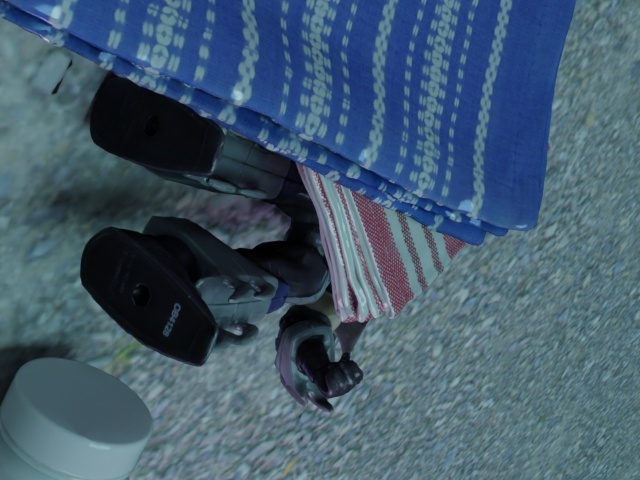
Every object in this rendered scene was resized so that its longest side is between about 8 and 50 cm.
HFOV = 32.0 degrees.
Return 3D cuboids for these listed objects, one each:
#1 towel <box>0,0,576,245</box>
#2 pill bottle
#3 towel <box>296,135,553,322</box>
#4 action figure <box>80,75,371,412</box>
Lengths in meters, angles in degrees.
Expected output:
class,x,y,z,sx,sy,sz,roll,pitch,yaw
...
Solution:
class,x,y,z,sx,sy,sz,roll,pitch,yaw
towel,0.014,-0.148,0.392,0.336,0.040,0.243,21,82,-50
pill bottle,-0.148,0.145,0.544,0.094,0.094,0.169,6,118,-53
towel,0.044,-0.069,0.517,0.197,0.029,0.144,-41,119,-45
action figure,0.000,0.000,0.577,0.285,0.099,0.185,5,101,-59
